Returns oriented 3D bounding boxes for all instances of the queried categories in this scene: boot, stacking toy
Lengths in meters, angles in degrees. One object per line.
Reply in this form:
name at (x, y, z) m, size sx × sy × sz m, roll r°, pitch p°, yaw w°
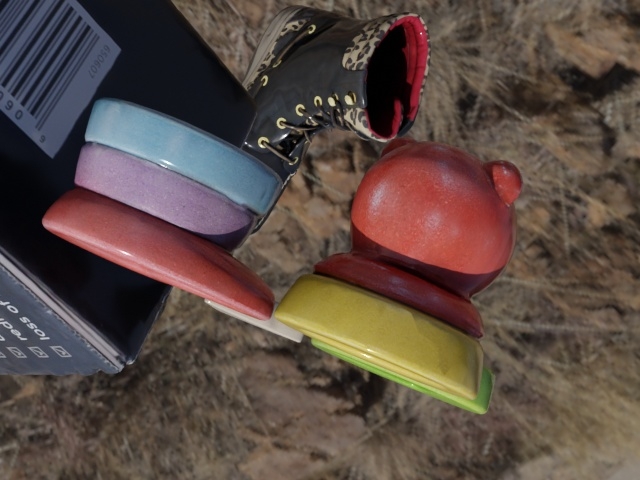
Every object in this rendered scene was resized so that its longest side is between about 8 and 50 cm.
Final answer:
boot at (-0.010, -0.171, 1.558) m, size 0.138 × 0.284 × 0.378 m, roll 33°, pitch 76°, yaw -37°
stacking toy at (0.000, 0.000, 0.717) m, size 0.130 × 0.308 × 0.279 m, roll -67°, pitch 155°, yaw -7°

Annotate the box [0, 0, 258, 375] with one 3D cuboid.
box at (-0.399, -0.130, 0.892) m, size 0.480 × 0.471 × 0.297 m, roll 49°, pitch 49°, yaw -34°
